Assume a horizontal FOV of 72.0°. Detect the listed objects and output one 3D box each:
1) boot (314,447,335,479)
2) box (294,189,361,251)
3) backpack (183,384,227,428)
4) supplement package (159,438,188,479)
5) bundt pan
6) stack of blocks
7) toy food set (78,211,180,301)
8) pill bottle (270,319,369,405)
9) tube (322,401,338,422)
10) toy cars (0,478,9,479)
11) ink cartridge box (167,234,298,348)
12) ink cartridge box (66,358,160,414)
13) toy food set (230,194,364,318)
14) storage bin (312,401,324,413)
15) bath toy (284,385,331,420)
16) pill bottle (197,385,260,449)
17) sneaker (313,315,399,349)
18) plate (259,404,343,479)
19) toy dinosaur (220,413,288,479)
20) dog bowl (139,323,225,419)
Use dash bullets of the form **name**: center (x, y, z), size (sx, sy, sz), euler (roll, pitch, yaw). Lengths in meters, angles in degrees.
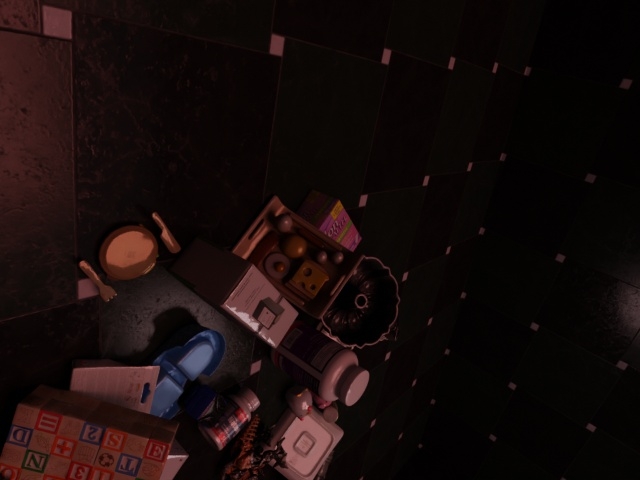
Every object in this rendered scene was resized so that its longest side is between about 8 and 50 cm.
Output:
- **boot**: center (0.020, 0.983, 1.972), size (0.161, 0.083, 0.246), euler (-55, 167, -18)
- **box**: center (0.000, 0.000, 1.414), size (0.213, 0.117, 0.243), euler (-56, 144, -14)
- **backpack**: center (-0.329, 0.476, 1.275), size (0.098, 0.101, 0.120), euler (-47, 146, -22)
- **supplement package**: center (-0.497, 0.587, 1.065), size (0.262, 0.145, 0.204), euler (-57, 146, -9)
- **bundt pan**: center (0.116, 0.213, 1.593), size (0.330, 0.124, 0.331), euler (1, 88, -26)
- **stack of blocks**: center (-0.467, 0.429, 0.901), size (0.087, 0.297, 0.171), euler (-127, -123, -80)
- **toy food set**: center (-0.413, 0.028, 0.950), size (0.192, 0.038, 0.132), euler (-40, 132, -25)
- **pill bottle**: center (-0.003, 0.411, 1.479), size (0.181, 0.323, 0.182), euler (-31, 134, -40)
- **tube**: center (0.045, 0.703, 1.852), size (0.240, 0.062, 0.070), euler (59, 43, -84)
- **toy cars**: center (-0.669, 0.559, 0.812), size (0.176, 0.087, 0.394), euler (5, 112, -23)
- **ink cartridge box**: center (-0.213, 0.137, 1.128), size (0.121, 0.211, 0.289), euler (-55, 146, -17)
- **ink cartridge box**: center (-0.471, 0.337, 0.995), size (0.179, 0.045, 0.145), euler (8, 104, -35)
- **toy food set**: center (-0.065, 0.043, 1.215), size (0.220, 0.306, 0.092), euler (-54, 174, -14)
- **storage bin**: center (-0.056, 0.781, 1.852), size (0.180, 0.084, 0.122), euler (-51, 144, -22)
- **bath toy**: center (0.011, 0.603, 1.764), size (0.348, 0.151, 0.129), euler (-16, 100, -46)
- **pill bottle**: center (-0.282, 0.549, 1.380), size (0.180, 0.108, 0.108), euler (-39, 138, -34)
- **sneaker**: center (0.150, 0.352, 1.709), size (0.447, 0.257, 0.169), euler (-47, 142, -24)
- **plate**: center (-0.068, 0.802, 1.743), size (0.277, 0.045, 0.278), euler (46, 68, -14)
- **toy dinosaur**: center (-0.239, 0.756, 1.543), size (0.218, 0.164, 0.322), euler (-4, 136, -35)
- **dog bowl**: center (-0.382, 0.342, 1.145), size (0.297, 0.074, 0.166), euler (-48, 142, -26)
